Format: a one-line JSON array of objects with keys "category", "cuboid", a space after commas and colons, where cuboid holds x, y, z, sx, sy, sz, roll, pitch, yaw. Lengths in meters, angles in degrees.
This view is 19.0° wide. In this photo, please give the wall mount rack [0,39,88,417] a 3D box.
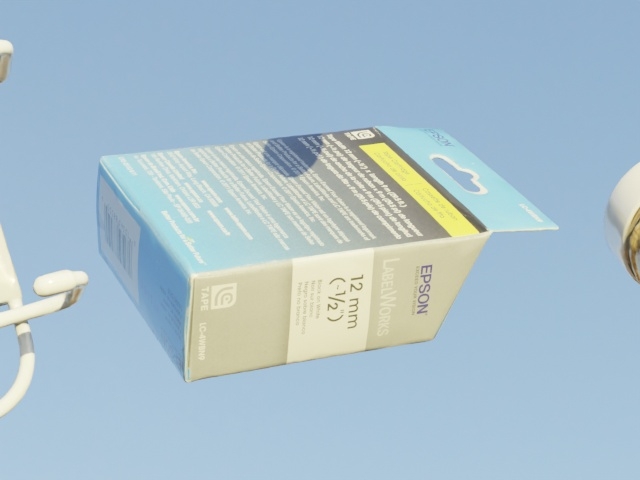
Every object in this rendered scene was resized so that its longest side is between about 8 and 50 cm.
[{"category": "wall mount rack", "cuboid": [-0.358, -0.015, 1.489, 0.304, 0.350, 0.130, -17, -10, -15]}]

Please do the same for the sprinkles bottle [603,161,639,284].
[{"category": "sprinkles bottle", "cuboid": [0.350, 0.055, 1.518, 0.121, 0.355, 0.121, -9, -59, -15]}]

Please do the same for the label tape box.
[{"category": "label tape box", "cuboid": [0.000, 0.000, 1.722, 0.347, 0.249, 0.115, -6, -62, -23]}]
